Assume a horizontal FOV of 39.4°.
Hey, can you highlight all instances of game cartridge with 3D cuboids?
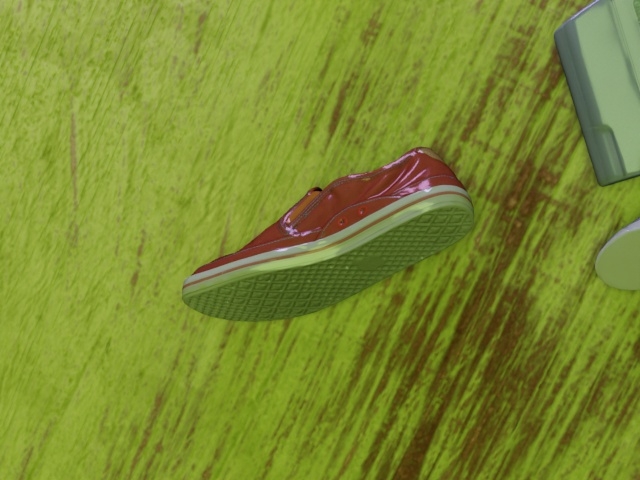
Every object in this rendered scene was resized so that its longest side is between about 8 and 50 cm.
[{"bbox_3d":[0.395,-0.188,0.886,0.294,0.060,0.196,-17,84,12],"label":"game cartridge"}]

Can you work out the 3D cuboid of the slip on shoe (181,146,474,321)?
[{"bbox_3d":[0.000,0.000,0.956,0.331,0.123,0.101,-25,55,17],"label":"slip on shoe"}]

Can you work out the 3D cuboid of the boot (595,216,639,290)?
[{"bbox_3d":[0.365,-0.020,0.894,0.069,0.086,0.190,51,129,-2],"label":"boot"}]
